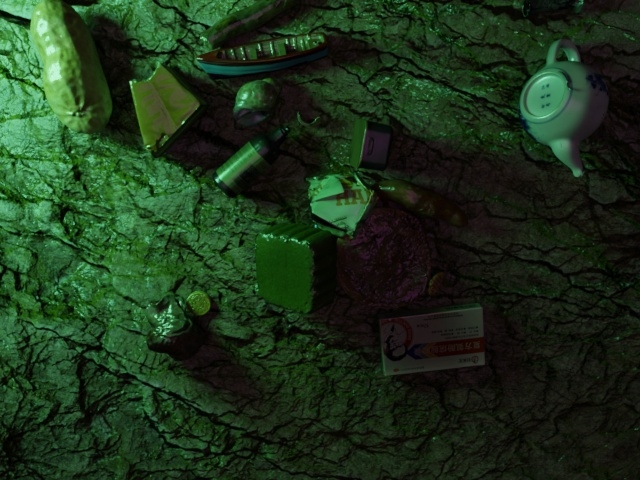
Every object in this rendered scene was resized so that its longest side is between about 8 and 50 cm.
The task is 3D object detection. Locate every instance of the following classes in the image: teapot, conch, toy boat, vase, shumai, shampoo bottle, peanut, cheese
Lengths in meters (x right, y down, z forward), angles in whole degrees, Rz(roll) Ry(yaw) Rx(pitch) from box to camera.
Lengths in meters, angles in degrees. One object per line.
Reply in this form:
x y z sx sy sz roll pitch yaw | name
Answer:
0.745 -0.404 1.692 0.280 0.252 0.423 8 79 -38 | teapot
-0.198 -0.429 1.708 0.116 0.106 0.173 25 120 -27 | conch
-0.170 -0.551 1.678 0.392 0.136 0.079 -11 135 0 | toy boat
0.702 -0.712 1.696 0.167 0.059 0.059 -5 103 -1 | vase
-0.472 0.280 1.849 0.184 0.218 0.185 -5 62 24 | shumai
-0.204 -0.258 1.745 0.284 0.101 0.101 -41 101 7 | shampoo bottle
-0.726 -0.499 1.622 0.170 0.192 0.387 -11 104 9 | peanut
-0.036 -0.372 1.747 0.084 0.060 0.041 13 97 -10 | cheese

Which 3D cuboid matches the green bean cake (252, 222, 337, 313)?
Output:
-0.076 0.083 1.761 0.247 0.156 0.249 10 111 33 | green bean cake

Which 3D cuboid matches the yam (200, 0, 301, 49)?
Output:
-0.209 -0.663 1.668 0.317 0.071 0.067 -27 139 4 | yam

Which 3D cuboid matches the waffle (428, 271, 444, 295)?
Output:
0.387 0.146 1.886 0.078 0.016 0.085 -12 120 -45 | waffle

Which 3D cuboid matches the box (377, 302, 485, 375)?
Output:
0.381 0.340 1.929 0.353 0.069 0.214 -6 103 1 | box

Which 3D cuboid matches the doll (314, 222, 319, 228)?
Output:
0.000 0.000 1.831 0.096 0.070 0.195 20 95 8 | doll

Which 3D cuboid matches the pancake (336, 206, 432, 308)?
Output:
0.207 0.059 1.855 0.356 0.065 0.356 -2 105 -6 | pancake

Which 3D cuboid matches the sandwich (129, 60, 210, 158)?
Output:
-0.486 -0.396 1.676 0.227 0.155 0.198 -44 99 8 | sandwich

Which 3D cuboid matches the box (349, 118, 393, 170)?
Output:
0.152 -0.289 1.703 0.090 0.201 0.144 8 102 -8 | box

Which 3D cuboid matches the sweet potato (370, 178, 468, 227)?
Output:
0.319 -0.129 1.797 0.355 0.095 0.106 18 143 -3 | sweet potato

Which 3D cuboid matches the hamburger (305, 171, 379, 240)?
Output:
0.052 -0.123 1.760 0.235 0.125 0.214 21 66 13 | hamburger

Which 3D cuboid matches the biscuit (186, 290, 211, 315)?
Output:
-0.409 0.211 1.886 0.084 0.023 0.084 -1 105 -2 | biscuit
